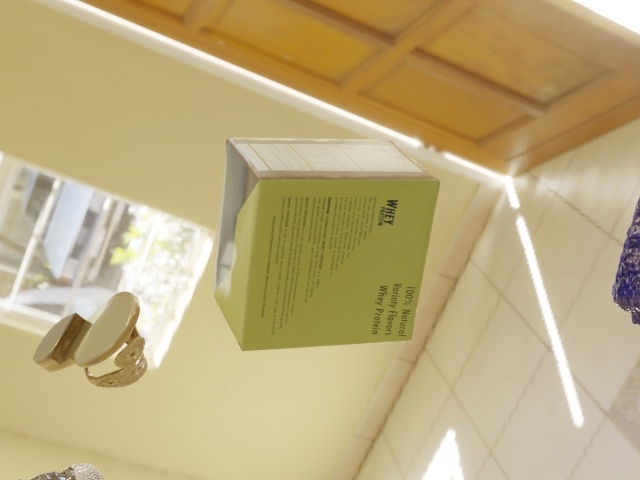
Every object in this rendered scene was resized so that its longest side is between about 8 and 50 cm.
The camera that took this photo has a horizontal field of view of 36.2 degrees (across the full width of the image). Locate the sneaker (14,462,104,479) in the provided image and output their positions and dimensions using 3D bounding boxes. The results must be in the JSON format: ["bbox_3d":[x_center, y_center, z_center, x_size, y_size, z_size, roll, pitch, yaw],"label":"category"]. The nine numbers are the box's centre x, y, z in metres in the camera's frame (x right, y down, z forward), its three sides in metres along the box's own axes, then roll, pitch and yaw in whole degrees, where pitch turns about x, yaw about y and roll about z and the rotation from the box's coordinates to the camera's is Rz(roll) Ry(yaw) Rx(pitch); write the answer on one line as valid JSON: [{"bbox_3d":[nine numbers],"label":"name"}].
[{"bbox_3d":[-0.290,0.345,1.031,0.268,0.153,0.101,53,134,52],"label":"sneaker"}]

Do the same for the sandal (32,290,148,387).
[{"bbox_3d":[-0.217,0.115,1.017,0.240,0.079,0.088,-16,41,53],"label":"sandal"}]

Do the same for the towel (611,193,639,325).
[{"bbox_3d":[0.325,-0.080,0.777,0.227,0.076,0.308,130,155,-81],"label":"towel"}]

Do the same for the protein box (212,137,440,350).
[{"bbox_3d":[0.000,0.000,1.086,0.136,0.201,0.199,-129,42,-59],"label":"protein box"}]
